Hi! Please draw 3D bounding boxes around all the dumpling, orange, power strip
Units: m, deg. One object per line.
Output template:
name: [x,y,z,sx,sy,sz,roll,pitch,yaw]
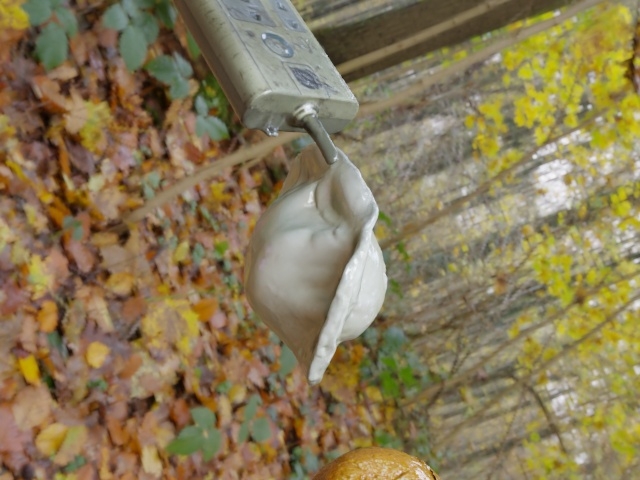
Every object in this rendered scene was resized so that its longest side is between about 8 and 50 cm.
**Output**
dumpling: [0.000,0.000,0.764,0.252,0.131,0.179,-97,-160,-46]
orange: [0.071,0.379,1.062,0.219,0.219,0.193,-104,-166,-82]
power strip: [-0.051,-0.151,0.562,0.092,0.034,0.268,-2,52,-43]
